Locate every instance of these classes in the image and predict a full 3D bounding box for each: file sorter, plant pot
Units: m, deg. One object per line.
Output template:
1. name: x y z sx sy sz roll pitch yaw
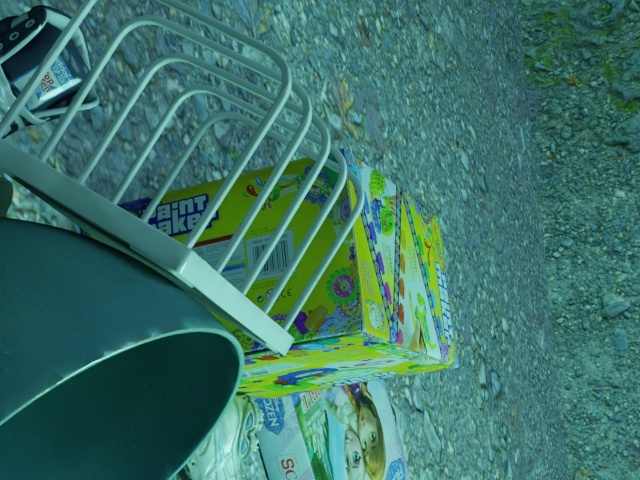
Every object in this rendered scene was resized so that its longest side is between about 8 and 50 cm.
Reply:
1. file sorter: -0.097 -0.053 0.922 0.173 0.193 0.277 -59 160 -7
2. plant pot: -0.226 0.096 0.815 0.195 0.290 0.290 48 12 22

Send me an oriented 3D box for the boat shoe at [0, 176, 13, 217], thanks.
1. boat shoe: -0.286 -0.013 0.975 0.133 0.042 0.049 -70 140 -55

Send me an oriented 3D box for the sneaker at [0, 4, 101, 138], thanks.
1. sneaker: -0.271 -0.089 0.897 0.282 0.153 0.099 -74 145 -49

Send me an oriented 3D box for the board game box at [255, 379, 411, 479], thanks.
1. board game box: 0.017 0.256 1.545 0.319 0.066 0.318 -38 115 -66

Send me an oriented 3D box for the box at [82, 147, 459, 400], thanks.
1. box: -0.044 0.055 1.198 0.279 0.290 0.177 29 52 -63

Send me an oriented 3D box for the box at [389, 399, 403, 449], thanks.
1. box: 0.098 0.284 1.782 0.136 0.028 0.081 47 37 -49

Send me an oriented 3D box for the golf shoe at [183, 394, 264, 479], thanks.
1. golf shoe: -0.117 0.249 1.244 0.069 0.086 0.176 -177 -84 -75
